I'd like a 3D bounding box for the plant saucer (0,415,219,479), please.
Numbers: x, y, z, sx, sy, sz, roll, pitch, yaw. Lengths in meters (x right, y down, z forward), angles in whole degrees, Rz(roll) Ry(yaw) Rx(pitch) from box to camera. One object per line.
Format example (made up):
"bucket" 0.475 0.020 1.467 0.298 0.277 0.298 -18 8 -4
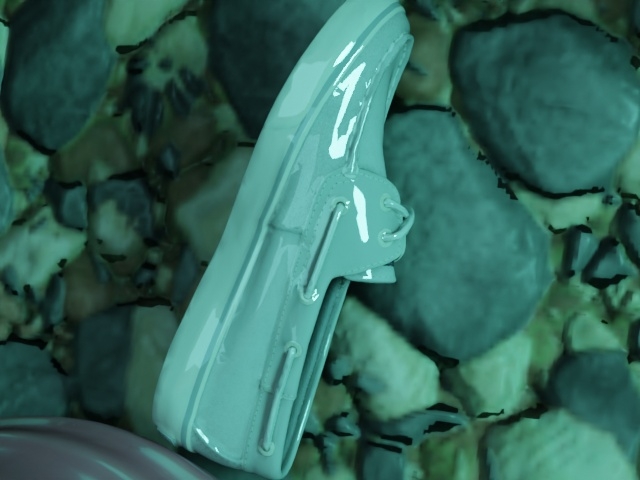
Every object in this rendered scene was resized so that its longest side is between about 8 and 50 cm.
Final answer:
"plant saucer" -0.145 0.211 0.553 0.332 0.084 0.332 -15 57 25

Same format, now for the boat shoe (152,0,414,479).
"boat shoe" 0.000 0.000 0.585 0.063 0.066 0.184 25 90 12
